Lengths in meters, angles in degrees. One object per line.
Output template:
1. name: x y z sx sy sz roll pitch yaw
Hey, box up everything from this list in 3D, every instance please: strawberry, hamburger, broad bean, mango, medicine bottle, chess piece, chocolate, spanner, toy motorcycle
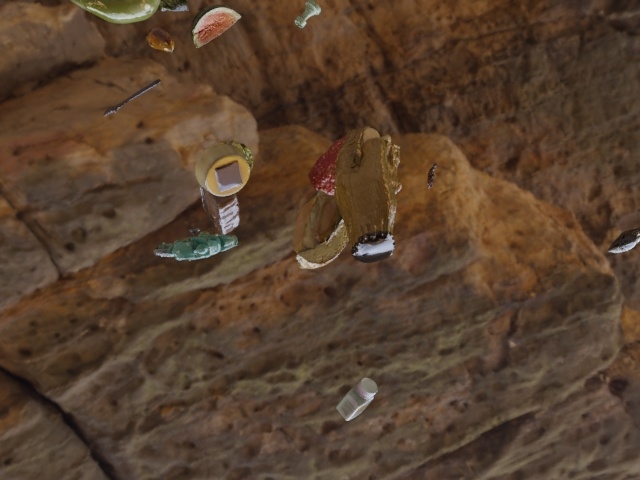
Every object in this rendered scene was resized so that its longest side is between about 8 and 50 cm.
1. strawberry: 0.104 -0.237 2.188 0.289 0.238 0.250 -18 167 -3
2. hamburger: -0.221 -0.171 1.476 0.141 0.126 0.081 -33 -131 -3
3. broad bean: -0.567 -0.684 1.706 0.238 0.291 0.119 -60 175 -42
4. mango: -0.594 -0.750 2.394 0.127 0.077 0.063 32 -150 20
5. medicine bottle: 0.104 0.425 1.725 0.074 0.055 0.118 -12 143 -48
6. hamburger: 0.000 0.000 1.609 0.155 0.135 0.207 -49 -159 53
7. chess piece: -0.054 -0.879 2.487 0.103 0.067 0.067 -51 -154 -7
8. chocolate: -0.332 -0.124 2.145 0.093 0.148 0.214 -28 160 -16
9. spanner: -0.577 -0.437 1.953 0.209 0.012 0.046 -31 -143 4
10. toy motorcycle: -0.448 0.015 2.344 0.297 0.109 0.198 -13 -169 -42

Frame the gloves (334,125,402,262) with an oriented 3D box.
1. gloves: 0.109 -0.124 1.508 0.156 0.203 0.356 0 -116 12

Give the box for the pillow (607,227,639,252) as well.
1. pillow: 0.947 0.000 1.971 0.136 0.055 0.091 -21 147 -48

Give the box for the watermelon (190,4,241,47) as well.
1. watermelon: -0.324 -0.650 1.869 0.163 0.087 0.069 -38 176 -5

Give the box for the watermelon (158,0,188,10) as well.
1. watermelon: -0.509 -0.811 2.038 0.145 0.192 0.137 -12 -176 -8

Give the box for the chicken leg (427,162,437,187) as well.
1. chicken leg: 0.353 -0.207 2.032 0.021 0.083 0.036 11 -171 -6
